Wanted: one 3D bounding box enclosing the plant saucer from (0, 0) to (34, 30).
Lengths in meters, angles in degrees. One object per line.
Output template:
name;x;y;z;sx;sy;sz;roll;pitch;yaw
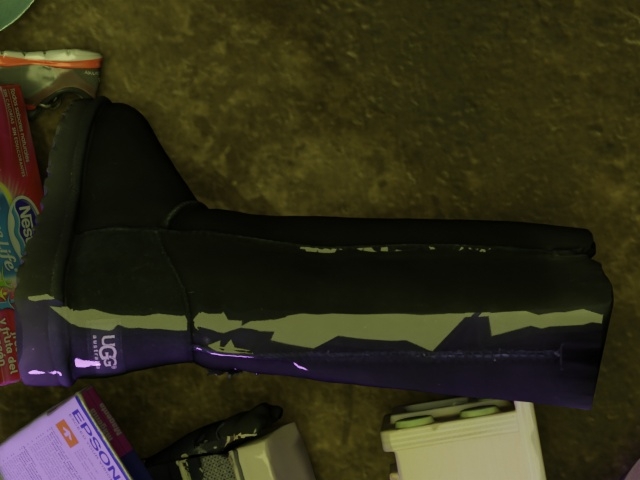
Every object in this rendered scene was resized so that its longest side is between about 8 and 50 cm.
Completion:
plant saucer;-0.332;-0.271;1.718;0.195;0.037;0.194;0;90;3

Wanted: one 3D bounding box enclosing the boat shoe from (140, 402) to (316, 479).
boat shoe;-0.062;0.320;1.686;0.158;0.127;0.340;-16;91;20

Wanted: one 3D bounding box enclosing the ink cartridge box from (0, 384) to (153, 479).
ink cartridge box;-0.150;0.285;1.587;0.071;0.330;0.324;-32;89;-34

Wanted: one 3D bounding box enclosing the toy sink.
toy sink;0.125;0.198;1.648;0.131;0.153;0.234;-9;91;3

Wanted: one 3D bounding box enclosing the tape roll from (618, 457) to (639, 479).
tape roll;0.348;0.298;1.591;0.275;0.090;0.274;13;51;-16

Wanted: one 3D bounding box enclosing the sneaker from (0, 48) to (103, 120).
sneaker;-0.274;-0.138;1.708;0.158;0.061;0.064;-1;97;3

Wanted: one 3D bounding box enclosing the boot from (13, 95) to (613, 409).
boot;0.000;0.001;1.568;0.445;0.367;0.146;-1;124;2

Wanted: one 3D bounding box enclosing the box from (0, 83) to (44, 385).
box;-0.316;0.003;1.654;0.128;0.123;0.256;-13;90;46
